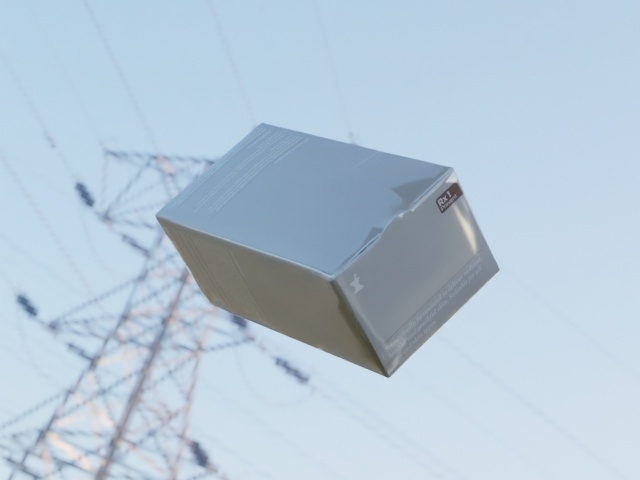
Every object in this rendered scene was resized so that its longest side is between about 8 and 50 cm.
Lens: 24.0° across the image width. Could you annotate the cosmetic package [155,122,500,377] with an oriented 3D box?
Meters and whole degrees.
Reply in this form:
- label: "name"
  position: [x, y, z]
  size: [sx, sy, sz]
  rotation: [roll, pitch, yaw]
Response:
- label: "cosmetic package"
  position: [0.000, 0.000, 1.101]
  size: [0.238, 0.127, 0.107]
  rotation: [23, -33, 50]
